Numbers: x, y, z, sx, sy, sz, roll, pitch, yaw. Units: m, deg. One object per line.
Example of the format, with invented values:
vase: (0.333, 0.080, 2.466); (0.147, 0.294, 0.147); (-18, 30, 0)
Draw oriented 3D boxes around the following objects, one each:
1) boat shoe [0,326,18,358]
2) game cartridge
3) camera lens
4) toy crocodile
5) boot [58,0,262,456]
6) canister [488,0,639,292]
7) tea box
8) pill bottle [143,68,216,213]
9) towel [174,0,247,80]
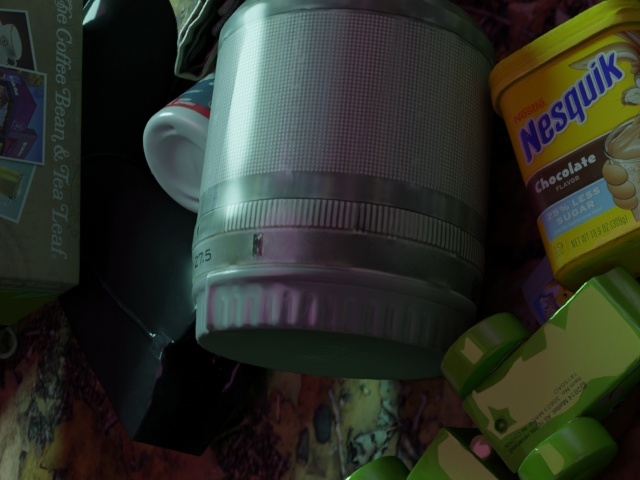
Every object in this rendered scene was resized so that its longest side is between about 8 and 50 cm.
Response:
boat shoe: (-0.465, 0.094, 1.469); (0.136, 0.156, 0.367); (48, 142, 43)
game cartridge: (0.177, 0.043, 0.795); (0.056, 0.017, 0.083); (-58, 40, 22)
camera lens: (0.020, -0.046, 0.857); (0.219, 0.219, 0.274); (-13, 66, 48)
toy crocodile: (0.111, 0.159, 0.768); (0.340, 0.105, 0.115); (-53, 57, 18)
boot: (-0.171, -0.050, 1.145); (0.445, 0.146, 0.367); (44, 119, 53)
canister: (0.194, -0.063, 0.763); (0.126, 0.073, 0.170); (-29, 56, 28)
tea box: (-0.406, -0.085, 1.183); (0.323, 0.220, 0.329); (-26, 62, 52)
pill bottle: (-0.065, -0.111, 1.019); (0.108, 0.108, 0.180); (-15, 23, 47)
towel: (-0.025, -0.301, 1.009); (0.312, 0.056, 0.324); (-54, 7, 17)
